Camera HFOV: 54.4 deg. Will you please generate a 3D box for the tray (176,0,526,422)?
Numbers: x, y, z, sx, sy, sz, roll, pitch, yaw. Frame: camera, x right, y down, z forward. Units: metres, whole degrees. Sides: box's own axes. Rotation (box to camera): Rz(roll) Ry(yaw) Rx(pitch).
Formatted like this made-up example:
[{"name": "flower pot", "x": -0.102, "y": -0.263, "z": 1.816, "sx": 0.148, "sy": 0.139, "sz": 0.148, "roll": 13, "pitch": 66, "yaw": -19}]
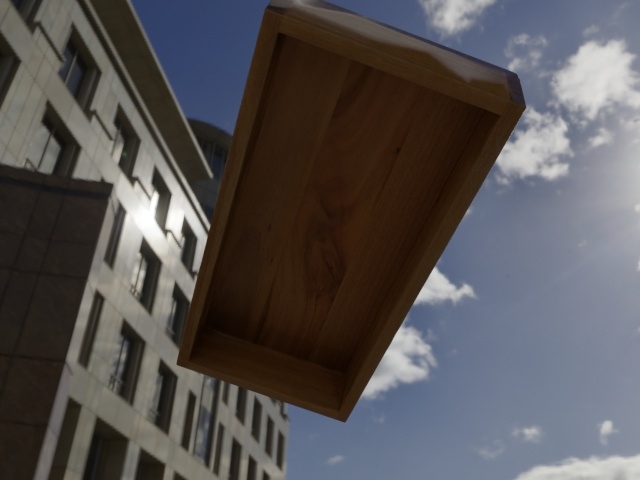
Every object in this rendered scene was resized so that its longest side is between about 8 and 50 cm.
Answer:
[{"name": "tray", "x": 0.000, "y": 0.000, "z": 0.599, "sx": 0.203, "sy": 0.076, "sz": 0.410, "roll": 20, "pitch": -52, "yaw": -3}]
